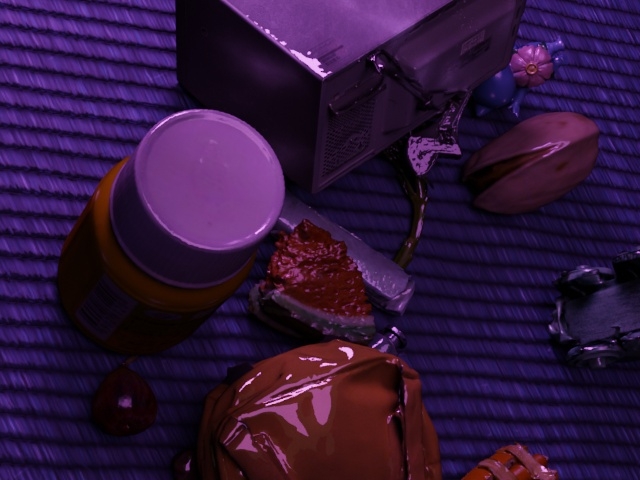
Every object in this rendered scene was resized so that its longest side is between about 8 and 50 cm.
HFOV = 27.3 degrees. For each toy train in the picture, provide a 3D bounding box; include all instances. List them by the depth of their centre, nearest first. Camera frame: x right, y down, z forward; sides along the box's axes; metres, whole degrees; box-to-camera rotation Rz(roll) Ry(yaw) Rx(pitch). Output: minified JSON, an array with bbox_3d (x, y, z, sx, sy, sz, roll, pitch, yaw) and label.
[{"bbox_3d":[0.499,0.108,2.021,0.238,0.299,0.167,7,72,-35],"label":"toy train"}]

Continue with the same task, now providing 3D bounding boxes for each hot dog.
[{"bbox_3d":[0.251,0.375,1.912,0.109,0.072,0.269,40,42,24],"label":"hot dog"}]

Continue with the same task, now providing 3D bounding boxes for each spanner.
[{"bbox_3d":[0.220,-0.233,2.070,0.093,0.026,0.326,28,73,-1],"label":"spanner"}]

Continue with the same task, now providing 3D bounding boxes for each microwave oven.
[{"bbox_3d":[0.054,-0.322,1.924,0.432,0.236,0.374,-34,60,-27],"label":"microwave oven"}]

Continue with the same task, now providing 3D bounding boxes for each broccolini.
[{"bbox_3d":[0.114,-0.079,2.048,0.123,0.062,0.272,11,71,-11],"label":"broccolini"}]

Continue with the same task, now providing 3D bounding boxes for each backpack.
[{"bbox_3d":[-0.004,0.327,1.770,0.353,0.201,0.378,-10,93,-19],"label":"backpack"}]

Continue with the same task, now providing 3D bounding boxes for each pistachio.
[{"bbox_3d":[0.341,-0.125,2.112,0.237,0.153,0.138,-27,74,-2],"label":"pistachio"}]

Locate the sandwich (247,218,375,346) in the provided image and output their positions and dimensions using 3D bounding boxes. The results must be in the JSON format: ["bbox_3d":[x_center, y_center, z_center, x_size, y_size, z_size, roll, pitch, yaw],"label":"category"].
[{"bbox_3d":[-0.003,0.066,1.899,0.184,0.109,0.160,21,83,-22],"label":"sandwich"}]

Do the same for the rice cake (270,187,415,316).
[{"bbox_3d":[0.000,0.000,1.963,0.336,0.063,0.066,35,66,-9],"label":"rice cake"}]

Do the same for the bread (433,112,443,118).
[{"bbox_3d":[0.147,-0.276,2.114,0.094,0.083,0.157,1,74,-11],"label":"bread"}]

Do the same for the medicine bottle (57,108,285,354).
[{"bbox_3d":[-0.195,-0.006,1.694,0.224,0.384,0.224,8,67,-19],"label":"medicine bottle"}]

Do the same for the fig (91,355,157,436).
[{"bbox_3d":[-0.267,0.201,1.782,0.088,0.089,0.125,7,44,-21],"label":"fig"}]

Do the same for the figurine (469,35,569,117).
[{"bbox_3d":[0.312,-0.287,2.158,0.178,0.114,0.145,-19,42,11],"label":"figurine"}]

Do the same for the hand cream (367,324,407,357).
[{"bbox_3d":[0.027,0.219,1.917,0.256,0.055,0.088,-40,98,-21],"label":"hand cream"}]
